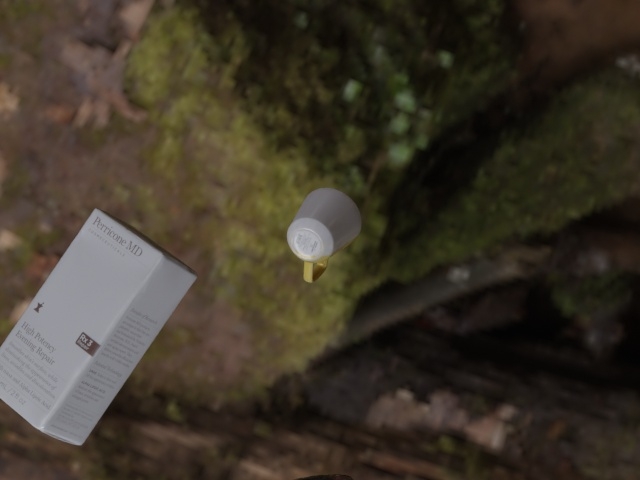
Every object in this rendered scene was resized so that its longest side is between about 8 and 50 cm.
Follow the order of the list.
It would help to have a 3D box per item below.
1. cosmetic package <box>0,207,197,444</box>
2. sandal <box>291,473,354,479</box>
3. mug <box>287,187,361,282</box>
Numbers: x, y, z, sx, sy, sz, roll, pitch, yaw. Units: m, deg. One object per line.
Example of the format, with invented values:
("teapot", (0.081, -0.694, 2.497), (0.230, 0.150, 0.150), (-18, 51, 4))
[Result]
("cosmetic package", (-0.251, 0.093, 2.120), (0.117, 0.231, 0.085), (33, 180, 32))
("sandal", (-0.031, 0.293, 1.788), (0.167, 0.107, 0.446), (3, 152, -23))
("mug", (0.002, -0.003, 1.859), (0.062, 0.064, 0.078), (-15, 108, 30))
